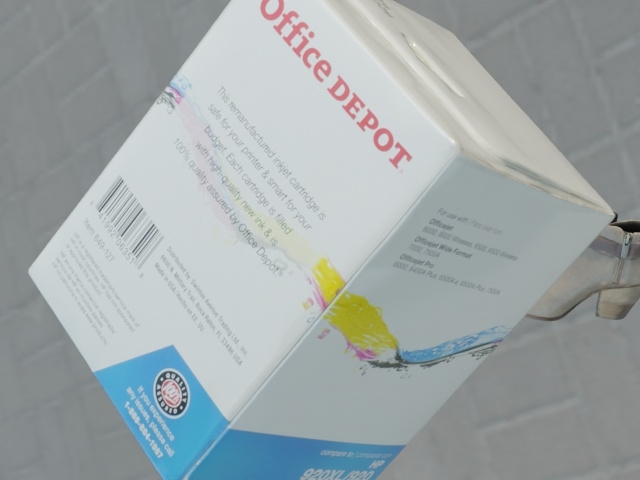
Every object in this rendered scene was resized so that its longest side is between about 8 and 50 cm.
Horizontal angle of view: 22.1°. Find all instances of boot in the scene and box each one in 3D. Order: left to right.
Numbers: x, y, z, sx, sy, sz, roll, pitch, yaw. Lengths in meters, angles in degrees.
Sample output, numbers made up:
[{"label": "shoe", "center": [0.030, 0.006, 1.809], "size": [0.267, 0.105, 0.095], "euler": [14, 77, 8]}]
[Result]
[{"label": "boot", "center": [0.181, 0.014, 1.169], "size": [0.042, 0.118, 0.087], "euler": [-90, 4, -53]}]

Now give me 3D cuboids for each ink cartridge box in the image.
[{"label": "ink cartridge box", "center": [0.000, 0.000, 0.883], "size": [0.233, 0.168, 0.171], "euler": [-50, 56, 18]}]
